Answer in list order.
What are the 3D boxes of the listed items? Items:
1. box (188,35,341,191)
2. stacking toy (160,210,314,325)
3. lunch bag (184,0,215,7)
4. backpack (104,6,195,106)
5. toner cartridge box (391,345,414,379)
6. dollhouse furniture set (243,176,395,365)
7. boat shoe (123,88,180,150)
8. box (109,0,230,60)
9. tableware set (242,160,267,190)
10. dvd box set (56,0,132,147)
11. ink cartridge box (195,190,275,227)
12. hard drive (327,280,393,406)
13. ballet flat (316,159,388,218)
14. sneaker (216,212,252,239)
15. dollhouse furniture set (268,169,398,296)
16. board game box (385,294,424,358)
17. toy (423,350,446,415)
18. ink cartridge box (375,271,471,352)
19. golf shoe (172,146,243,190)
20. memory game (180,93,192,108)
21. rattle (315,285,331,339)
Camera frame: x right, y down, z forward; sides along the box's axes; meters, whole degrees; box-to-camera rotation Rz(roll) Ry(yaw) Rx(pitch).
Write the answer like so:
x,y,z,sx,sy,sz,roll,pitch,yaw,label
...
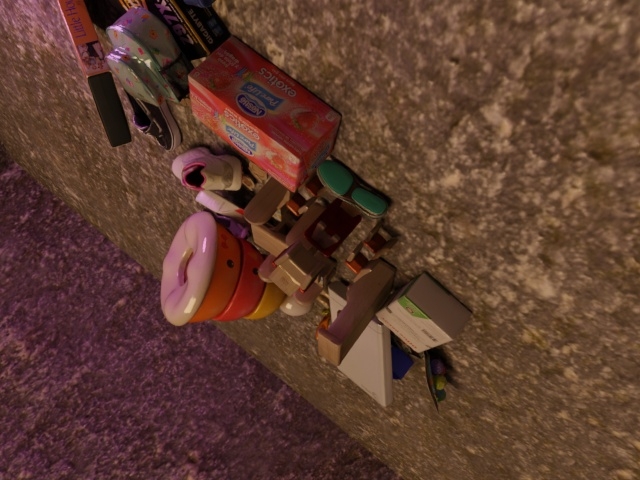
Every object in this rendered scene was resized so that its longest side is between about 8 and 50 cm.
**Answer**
x,y,z,sx,sy,sz,roll,pitch,yaw,label
-0.122,-0.265,1.445,0.300,0.142,0.154,38,158,9,box
-0.227,0.129,2.129,0.479,0.351,0.350,16,171,-29,stacking toy
-0.231,-0.494,1.306,0.065,0.067,0.098,24,153,38,lunch bag
-0.364,-0.384,1.431,0.165,0.144,0.188,30,152,39,backpack
0.145,0.368,2.251,0.165,0.075,0.348,49,157,-13,toner cartridge box
-0.040,0.101,1.802,0.394,0.256,0.362,32,157,16,dollhouse furniture set
-0.482,-0.345,1.936,0.108,0.102,0.301,34,156,19,boat shoe
-0.364,-0.530,1.447,0.257,0.079,0.322,8,140,51,box
-0.160,-0.149,1.880,0.141,0.020,0.168,44,158,-6,tableware set
-0.567,-0.474,1.645,0.308,0.062,0.421,103,144,-67,dvd box set
-0.234,-0.070,2.013,0.224,0.056,0.181,32,-179,24,ink cartridge box
0.122,0.313,2.049,0.233,0.047,0.353,34,144,40,hard drive
0.069,-0.109,1.532,0.188,0.070,0.070,41,158,11,ballet flat
-0.296,-0.043,2.229,0.132,0.086,0.228,49,147,-4,sneaker
0.000,0.000,1.580,0.262,0.259,0.135,43,148,0,dollhouse furniture set
0.213,0.237,1.965,0.136,0.030,0.260,24,152,41,board game box
0.336,0.392,1.972,0.056,0.137,0.237,-9,138,9,toy
0.253,0.186,1.720,0.160,0.092,0.219,42,158,0,ink cartridge box
-0.349,-0.198,1.914,0.306,0.140,0.115,11,109,46,golf shoe
-0.375,-0.416,1.753,0.186,0.012,0.186,35,156,18,memory game
-0.023,0.183,2.116,0.200,0.142,0.130,53,174,-39,rattle
